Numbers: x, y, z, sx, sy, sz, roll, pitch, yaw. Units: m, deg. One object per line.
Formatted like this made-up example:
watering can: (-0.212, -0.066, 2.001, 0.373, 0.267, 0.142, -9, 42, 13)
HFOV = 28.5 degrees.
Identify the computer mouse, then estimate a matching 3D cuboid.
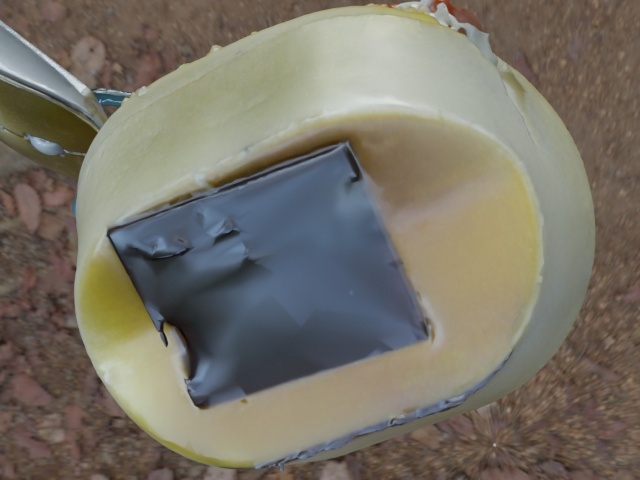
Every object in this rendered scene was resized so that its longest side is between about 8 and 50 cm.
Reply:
computer mouse: (-0.192, -0.097, 0.724, 0.199, 0.102, 0.045, 38, 73, 20)

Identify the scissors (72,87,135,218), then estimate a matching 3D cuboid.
scissors: (-0.033, -0.035, 0.817, 0.289, 0.138, 0.041, 6, 44, 13)

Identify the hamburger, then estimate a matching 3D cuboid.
hamburger: (0.000, 0.000, 0.496, 0.210, 0.116, 0.173, -25, 100, 22)
